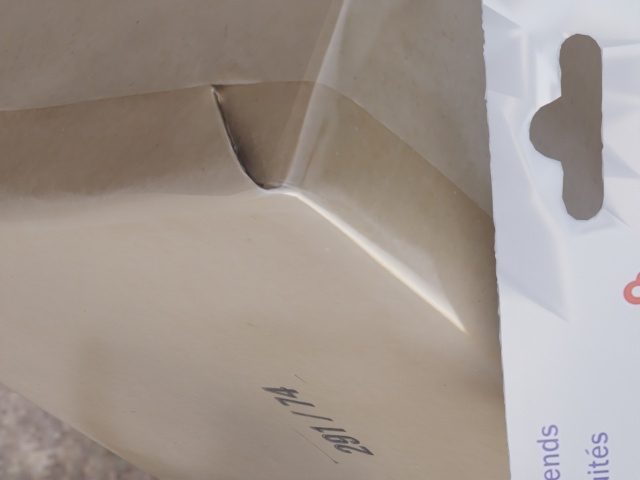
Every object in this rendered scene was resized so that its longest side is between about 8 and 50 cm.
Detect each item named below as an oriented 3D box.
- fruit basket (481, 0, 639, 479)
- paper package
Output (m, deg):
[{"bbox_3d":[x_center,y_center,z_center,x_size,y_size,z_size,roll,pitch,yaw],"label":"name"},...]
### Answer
[{"bbox_3d":[0.225,-0.032,0.524,0.165,0.353,0.327,-97,-178,-66],"label":"fruit basket"},{"bbox_3d":[0.000,0.000,0.752,0.325,0.309,0.168,38,59,-39],"label":"paper package"}]
